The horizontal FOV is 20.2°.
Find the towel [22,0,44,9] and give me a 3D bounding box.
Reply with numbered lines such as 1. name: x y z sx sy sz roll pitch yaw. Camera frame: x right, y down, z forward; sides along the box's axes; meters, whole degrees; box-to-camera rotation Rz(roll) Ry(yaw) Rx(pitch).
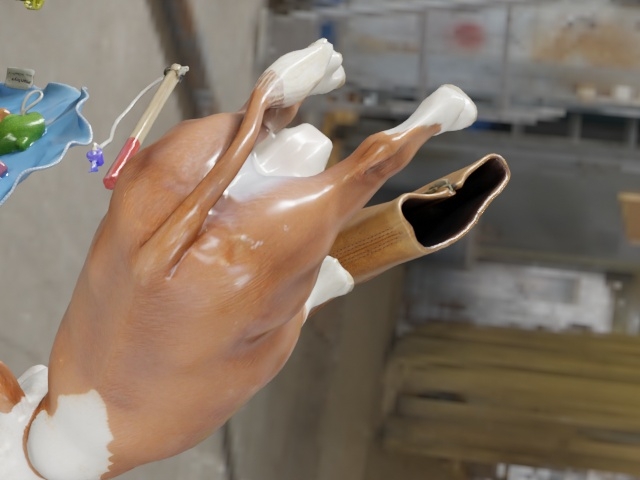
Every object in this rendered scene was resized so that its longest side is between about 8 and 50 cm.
1. towel: -0.140 -0.179 0.915 0.237 0.021 0.102 -123 -134 -74

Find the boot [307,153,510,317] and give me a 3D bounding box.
1. boot: 0.000 0.000 1.205 0.096 0.280 0.264 62 29 3

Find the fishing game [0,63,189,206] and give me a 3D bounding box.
1. fishing game: -0.210 -0.052 0.986 0.189 0.264 0.041 -67 143 -57

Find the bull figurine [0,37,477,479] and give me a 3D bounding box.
1. bull figurine: -0.055 0.023 0.797 0.188 0.101 0.310 -43 178 -29
